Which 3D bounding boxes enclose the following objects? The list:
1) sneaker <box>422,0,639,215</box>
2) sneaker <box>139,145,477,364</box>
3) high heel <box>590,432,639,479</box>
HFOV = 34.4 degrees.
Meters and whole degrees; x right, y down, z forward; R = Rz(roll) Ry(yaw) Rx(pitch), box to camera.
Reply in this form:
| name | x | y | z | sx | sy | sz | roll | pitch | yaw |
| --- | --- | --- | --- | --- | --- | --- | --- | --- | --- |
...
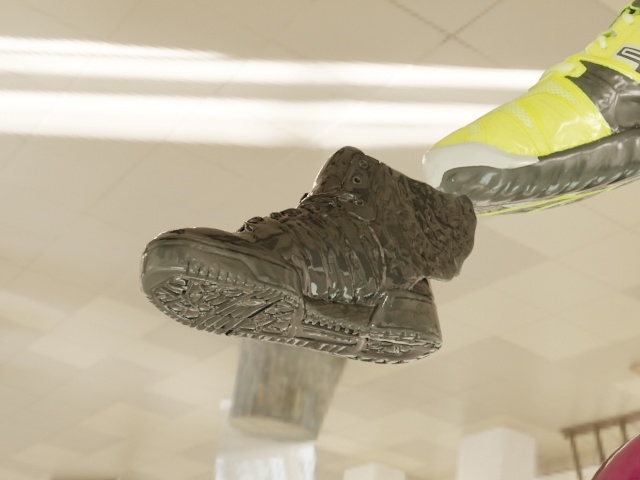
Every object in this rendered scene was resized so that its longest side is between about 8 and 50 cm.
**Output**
| name | x | y | z | sx | sy | sz | roll | pitch | yaw |
| --- | --- | --- | --- | --- | --- | --- | --- | --- | --- |
| sneaker | 0.244 | -0.126 | 0.745 | 0.384 | 0.147 | 0.145 | -21 | 178 | -7 |
| sneaker | 0.002 | -0.001 | 0.433 | 0.170 | 0.089 | 0.051 | 18 | 148 | -35 |
| high heel | 0.246 | 0.257 | 0.629 | 0.127 | 0.377 | 0.181 | 39 | 136 | -20 |
